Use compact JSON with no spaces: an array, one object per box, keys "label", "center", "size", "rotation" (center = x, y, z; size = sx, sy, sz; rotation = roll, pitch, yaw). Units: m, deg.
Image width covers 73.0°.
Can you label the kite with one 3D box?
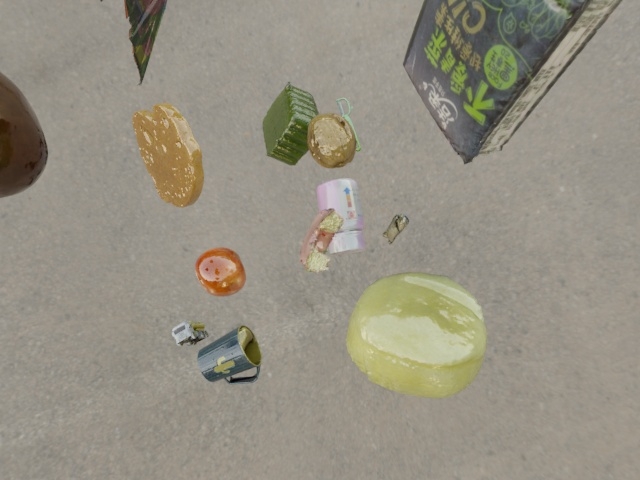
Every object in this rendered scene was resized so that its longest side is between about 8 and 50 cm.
[{"label":"kite","center":[-0.233,-0.385,0.592],"size":[0.016,0.321,0.234],"rotation":[20,47,1]}]

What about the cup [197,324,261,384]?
[{"label":"cup","center":[-0.266,0.363,1.307],"size":[0.155,0.131,0.176],"rotation":[-25,103,9]}]

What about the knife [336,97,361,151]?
[{"label":"knife","center":[0.116,-0.434,1.612],"size":[0.054,0.015,0.212],"rotation":[-19,87,8]}]

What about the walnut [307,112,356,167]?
[{"label":"walnut","center":[0.030,-0.316,1.355],"size":[0.155,0.155,0.184],"rotation":[-23,79,2]}]

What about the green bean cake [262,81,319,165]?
[{"label":"green bean cake","center":[-0.119,-0.469,1.765],"size":[0.247,0.156,0.250],"rotation":[-46,42,38]}]

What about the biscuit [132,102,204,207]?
[{"label":"biscuit","center":[-0.490,-0.282,1.411],"size":[0.312,0.057,0.351],"rotation":[-22,95,46]}]

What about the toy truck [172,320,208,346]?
[{"label":"toy truck","center":[-0.352,0.247,1.170],"size":[0.052,0.123,0.063],"rotation":[-31,76,2]}]

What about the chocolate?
[{"label":"chocolate","center":[-0.400,-0.128,0.496],"size":[0.176,0.177,0.177],"rotation":[-1,81,6]}]

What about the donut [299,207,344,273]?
[{"label":"donut","center":[0.000,0.000,1.075],"size":[0.065,0.117,0.166],"rotation":[25,90,-17]}]

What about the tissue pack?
[{"label":"tissue pack","center":[0.173,-0.213,0.439],"size":[0.073,0.235,0.173],"rotation":[-20,70,-12]}]

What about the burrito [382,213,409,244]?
[{"label":"burrito","center":[0.254,-0.040,1.474],"size":[0.051,0.171,0.042],"rotation":[41,68,10]}]

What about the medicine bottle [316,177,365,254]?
[{"label":"medicine bottle","center":[0.076,-0.081,1.531],"size":[0.152,0.152,0.254],"rotation":[-10,84,4]}]

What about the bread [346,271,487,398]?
[{"label":"bread","center":[0.223,0.228,1.030],"size":[0.320,0.237,0.320],"rotation":[-2,37,2]}]

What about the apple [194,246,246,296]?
[{"label":"apple","center":[-0.311,0.098,1.334],"size":[0.139,0.163,0.163],"rotation":[-17,79,-24]}]
